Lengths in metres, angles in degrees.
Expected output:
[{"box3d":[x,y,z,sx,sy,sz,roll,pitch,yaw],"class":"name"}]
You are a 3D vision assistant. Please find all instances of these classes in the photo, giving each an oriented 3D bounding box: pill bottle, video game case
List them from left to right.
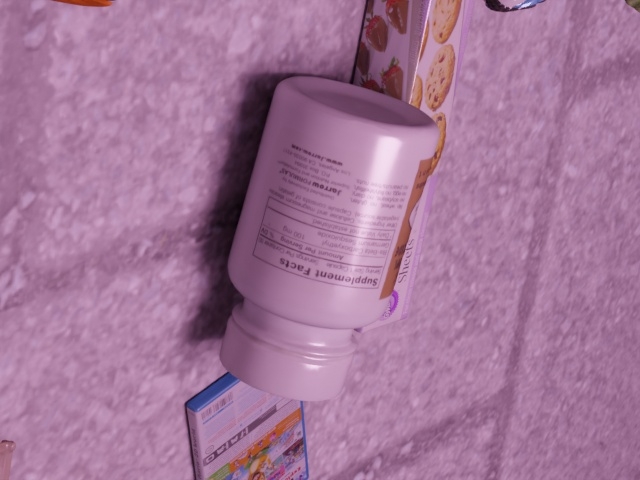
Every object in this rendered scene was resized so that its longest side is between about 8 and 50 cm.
[{"box3d":[-0.059,0.172,1.571,0.119,0.015,0.166,-35,137,-34],"class":"video game case"},{"box3d":[0.000,0.000,1.430,0.131,0.131,0.229,-4,116,-51],"class":"pill bottle"}]

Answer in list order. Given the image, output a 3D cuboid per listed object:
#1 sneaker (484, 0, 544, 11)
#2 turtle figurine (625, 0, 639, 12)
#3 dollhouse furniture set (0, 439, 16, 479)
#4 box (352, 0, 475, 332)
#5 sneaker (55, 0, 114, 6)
[{"box3d":[0.181,-0.276,1.543,0.190,0.071,0.083,-59,139,-20],"class":"sneaker"},{"box3d":[0.312,-0.336,1.584,0.275,0.198,0.266,-2,130,-40],"class":"turtle figurine"},{"box3d":[-0.266,0.204,1.305,0.076,0.058,0.151,-7,110,-56],"class":"dollhouse furniture set"},{"box3d":[0.060,-0.085,1.509,0.067,0.063,0.324,-13,123,-46],"class":"box"},{"box3d":[-0.186,-0.256,1.078,0.262,0.099,0.121,54,48,-49],"class":"sneaker"}]
